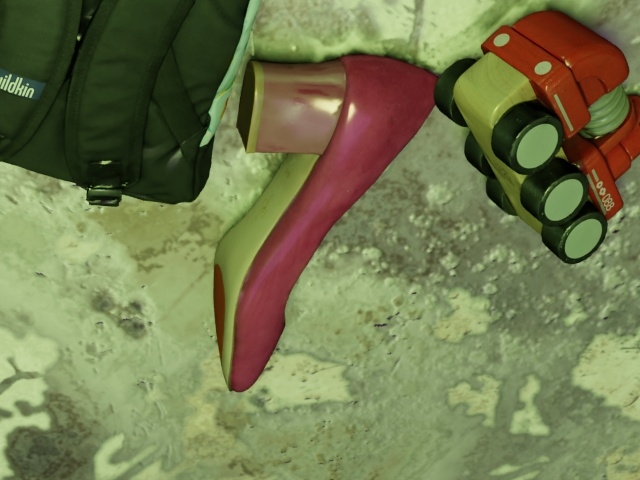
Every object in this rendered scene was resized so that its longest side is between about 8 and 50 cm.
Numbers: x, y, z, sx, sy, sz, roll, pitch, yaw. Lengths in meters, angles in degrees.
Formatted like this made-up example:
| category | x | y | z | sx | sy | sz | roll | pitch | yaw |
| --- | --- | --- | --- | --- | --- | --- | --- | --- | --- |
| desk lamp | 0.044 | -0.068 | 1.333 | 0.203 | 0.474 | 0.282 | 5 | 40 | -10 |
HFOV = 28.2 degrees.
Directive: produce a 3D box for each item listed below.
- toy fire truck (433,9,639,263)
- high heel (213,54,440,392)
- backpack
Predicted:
| category | x | y | z | sx | sy | sz | roll | pitch | yaw |
| --- | --- | --- | --- | --- | --- | --- | --- | --- | --- |
| toy fire truck | 0.263 | -0.121 | 1.141 | 0.246 | 0.158 | 0.217 | -41 | 136 | -3 |
| high heel | 0.000 | 0.000 | 1.210 | 0.181 | 0.127 | 0.377 | 1 | 129 | -15 |
| backpack | -0.170 | -0.233 | 0.969 | 0.290 | 0.273 | 0.355 | 13 | 143 | -13 |
